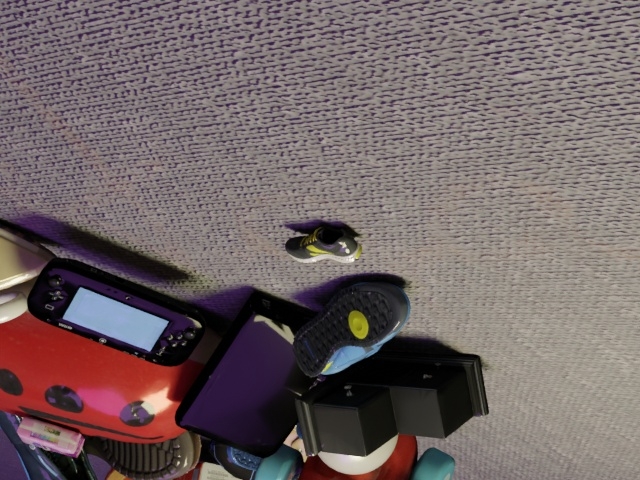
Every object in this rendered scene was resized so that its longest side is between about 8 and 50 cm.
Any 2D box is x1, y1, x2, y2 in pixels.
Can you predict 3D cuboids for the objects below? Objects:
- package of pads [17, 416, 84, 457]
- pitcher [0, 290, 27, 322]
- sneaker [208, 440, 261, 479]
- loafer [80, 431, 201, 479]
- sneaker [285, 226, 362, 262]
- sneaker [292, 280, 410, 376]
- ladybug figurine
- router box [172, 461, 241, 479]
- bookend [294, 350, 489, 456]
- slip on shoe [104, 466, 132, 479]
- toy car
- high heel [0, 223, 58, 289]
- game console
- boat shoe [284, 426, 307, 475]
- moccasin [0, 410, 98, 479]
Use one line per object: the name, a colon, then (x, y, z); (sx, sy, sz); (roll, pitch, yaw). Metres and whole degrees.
package of pads: (-0.358, 0.262, 1.818); (0.083, 0.032, 0.050); (16, 164, 3)
pitcher: (-0.466, 0.096, 1.668); (0.177, 0.126, 0.207); (-20, -166, -32)
sneaker: (-0.089, 0.392, 2.357); (0.232, 0.081, 0.090); (37, 155, -29)
loafer: (-0.311, 0.306, 2.276); (0.130, 0.134, 0.365); (-1, -172, -45)
sneaker: (0.000, 0.000, 1.327); (0.083, 0.031, 0.035); (0, 140, 30)
sneaker: (0.049, 0.088, 1.483); (0.082, 0.069, 0.209); (-16, 166, -34)
ladybug figurine: (-0.316, 0.159, 1.799); (0.449, 0.162, 0.305); (8, 158, 23)
router box: (-0.125, 0.494, 2.568); (0.335, 0.082, 0.301); (15, 162, -21)
bookend: (0.082, 0.189, 1.560); (0.156, 0.072, 0.157); (0, -162, 40)
slip on shoe: (-0.318, 0.405, 2.443); (0.101, 0.123, 0.331); (41, -177, -1)
toy car: (0.054, 0.252, 1.786); (0.219, 0.210, 0.238); (24, 135, 20)
high heel: (-0.448, 0.001, 1.669); (0.261, 0.093, 0.186); (4, -171, -9)
game console: (-0.170, 0.126, 1.605); (0.361, 0.044, 0.213); (23, 124, -15)
boat shoe: (-0.009, 0.305, 2.023); (0.302, 0.098, 0.109); (26, 158, -22)
moccasin: (-0.429, 0.286, 2.184); (0.116, 0.138, 0.342); (5, 132, 32)
